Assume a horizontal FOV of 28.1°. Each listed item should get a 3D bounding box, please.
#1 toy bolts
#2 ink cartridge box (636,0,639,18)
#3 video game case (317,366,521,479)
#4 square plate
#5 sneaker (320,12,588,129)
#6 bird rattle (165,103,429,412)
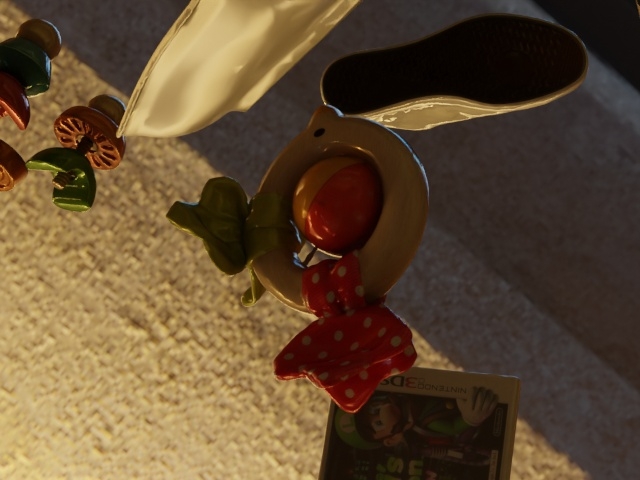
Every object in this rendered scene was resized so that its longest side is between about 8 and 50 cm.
[{"bbox_3d":[-0.378,-0.176,1.675,0.158,0.218,0.228,-64,-33,-31],"label":"toy bolts"},{"bbox_3d":[0.270,-0.123,0.766,0.069,0.176,0.371,-12,-95,-20],"label":"ink cartridge box"},{"bbox_3d":[0.083,0.208,1.148,0.022,0.173,0.190,43,-126,-65],"label":"video game case"},{"bbox_3d":[0.052,-0.179,0.619,0.347,0.344,0.049,-45,-83,-13],"label":"square plate"},{"bbox_3d":[0.153,-0.184,1.428,0.123,0.290,0.106,21,-114,-74],"label":"sneaker"},{"bbox_3d":[0.000,0.000,1.017,0.143,0.207,0.253,26,-170,-40],"label":"bird rattle"}]
